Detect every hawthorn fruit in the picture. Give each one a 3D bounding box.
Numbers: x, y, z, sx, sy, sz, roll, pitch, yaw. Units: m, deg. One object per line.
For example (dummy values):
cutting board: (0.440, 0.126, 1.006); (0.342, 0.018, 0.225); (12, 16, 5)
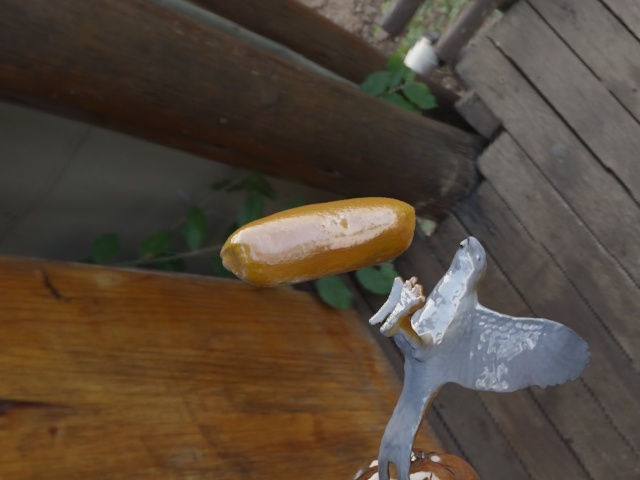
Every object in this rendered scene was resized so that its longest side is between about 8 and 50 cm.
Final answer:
hawthorn fruit: (0.133, 0.403, 1.275); (0.208, 0.208, 0.248); (-12, 90, 38)

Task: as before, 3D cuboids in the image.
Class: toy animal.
toy animal: (0.112, 0.148, 1.079); (0.225, 0.302, 0.284); (27, 76, 38)

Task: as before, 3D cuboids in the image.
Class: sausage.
sausage: (0.000, 0.000, 1.135); (0.098, 0.238, 0.098); (170, 90, -75)
